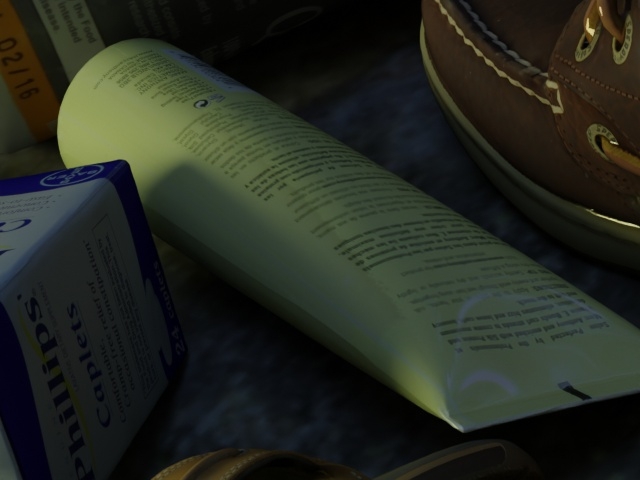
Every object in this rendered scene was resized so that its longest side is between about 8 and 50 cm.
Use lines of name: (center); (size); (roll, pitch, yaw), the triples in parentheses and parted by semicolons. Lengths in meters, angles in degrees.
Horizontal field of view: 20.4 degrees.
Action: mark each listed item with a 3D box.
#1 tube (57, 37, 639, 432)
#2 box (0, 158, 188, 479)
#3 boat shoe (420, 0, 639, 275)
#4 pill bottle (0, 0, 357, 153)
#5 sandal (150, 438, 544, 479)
tube: (0.000, 0.000, 0.553); (0.070, 0.062, 0.240); (-46, 43, -13)
box: (-0.122, 0.037, 0.520); (0.126, 0.072, 0.137); (-9, 18, 15)
boat shoe: (0.134, -0.048, 0.496); (0.123, 0.123, 0.342); (-29, 38, -13)
pill bottle: (-0.035, -0.157, 0.682); (0.278, 0.162, 0.162); (-24, 37, -5)
sandal: (-0.032, 0.081, 0.448); (0.180, 0.072, 0.049); (-21, 64, 6)
